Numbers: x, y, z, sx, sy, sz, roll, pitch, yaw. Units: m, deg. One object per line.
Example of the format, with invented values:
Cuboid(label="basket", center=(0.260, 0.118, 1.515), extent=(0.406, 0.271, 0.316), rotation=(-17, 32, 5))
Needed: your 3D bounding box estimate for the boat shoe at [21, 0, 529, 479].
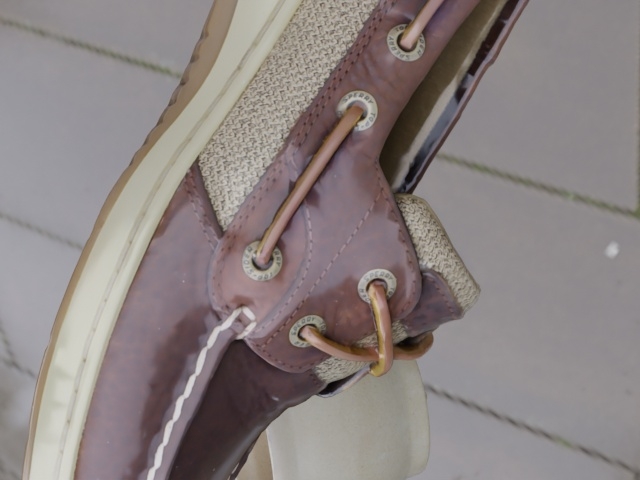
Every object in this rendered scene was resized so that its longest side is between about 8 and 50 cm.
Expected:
Cuboid(label="boat shoe", center=(0.000, 0.000, 0.534), extent=(0.123, 0.342, 0.123), rotation=(22, 173, 14))

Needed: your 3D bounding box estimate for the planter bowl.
Cuboid(label="planter bowl", center=(0.004, 0.107, 0.901), extent=(0.162, 0.109, 0.162), rotation=(170, 90, -77))
